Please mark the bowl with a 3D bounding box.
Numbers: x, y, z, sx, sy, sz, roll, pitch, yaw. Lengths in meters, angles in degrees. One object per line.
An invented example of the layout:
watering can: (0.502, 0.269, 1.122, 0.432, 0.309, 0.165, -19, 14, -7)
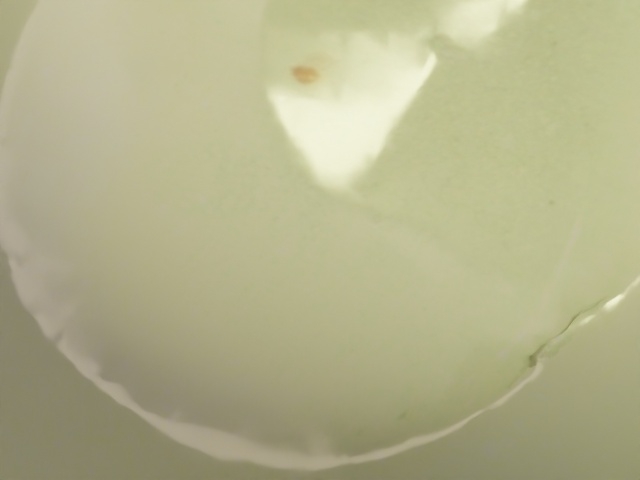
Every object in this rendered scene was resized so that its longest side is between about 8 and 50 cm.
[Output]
bowl: (0.000, 0.000, 0.432, 0.277, 0.145, 0.277, -3, 104, -12)
